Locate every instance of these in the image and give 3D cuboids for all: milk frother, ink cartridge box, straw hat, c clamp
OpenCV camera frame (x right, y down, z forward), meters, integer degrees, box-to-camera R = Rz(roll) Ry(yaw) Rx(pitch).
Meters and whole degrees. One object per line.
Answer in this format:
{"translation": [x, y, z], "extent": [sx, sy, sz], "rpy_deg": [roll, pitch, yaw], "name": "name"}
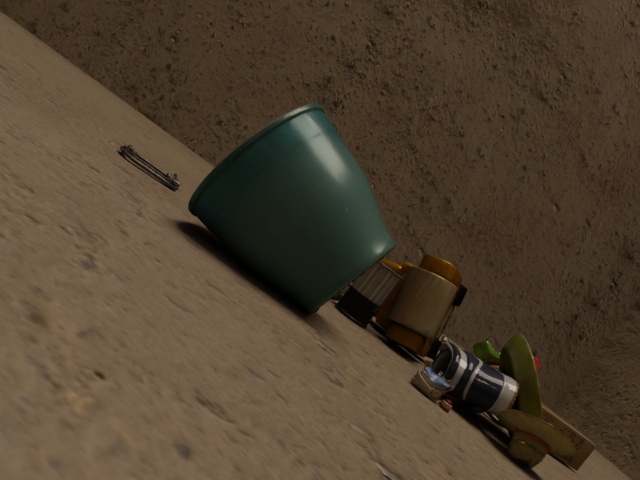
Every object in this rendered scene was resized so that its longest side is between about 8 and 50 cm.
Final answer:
{"translation": [0.079, 0.091, 1.419], "extent": [0.143, 0.134, 0.129], "rpy_deg": [36, 1, -1], "name": "milk frother"}
{"translation": [0.549, 0.457, 1.675], "extent": [0.235, 0.088, 0.193], "rpy_deg": [35, 1, -17], "name": "ink cartridge box"}
{"translation": [0.353, 0.352, 1.115], "extent": [0.144, 0.061, 0.144], "rpy_deg": [30, -25, 15], "name": "straw hat"}
{"translation": [-0.349, -0.149, 1.351], "extent": [0.161, 0.022, 0.137], "rpy_deg": [37, 7, -35], "name": "c clamp"}

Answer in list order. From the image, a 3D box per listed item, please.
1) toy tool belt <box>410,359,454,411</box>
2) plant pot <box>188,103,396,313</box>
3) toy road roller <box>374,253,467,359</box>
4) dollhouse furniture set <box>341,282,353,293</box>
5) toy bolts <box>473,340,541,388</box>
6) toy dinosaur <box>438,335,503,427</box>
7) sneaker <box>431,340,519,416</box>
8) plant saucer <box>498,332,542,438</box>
{"translation": [0.199, 0.245, 1.113], "extent": [0.083, 0.051, 0.052], "rpy_deg": [38, 3, 25], "name": "toy tool belt"}
{"translation": [-0.025, -0.032, 1.055], "extent": [0.255, 0.272, 0.271], "rpy_deg": [51, 3, 4], "name": "plant pot"}
{"translation": [0.191, 0.138, 1.548], "extent": [0.241, 0.202, 0.329], "rpy_deg": [24, -7, 19], "name": "toy road roller"}
{"translation": [0.110, 0.099, 1.813], "extent": [0.184, 0.129, 0.129], "rpy_deg": [36, 2, -45], "name": "dollhouse furniture set"}
{"translation": [0.519, 0.418, 1.903], "extent": [0.229, 0.158, 0.218], "rpy_deg": [17, -33, -15], "name": "toy bolts"}
{"translation": [0.353, 0.339, 1.490], "extent": [0.268, 0.064, 0.118], "rpy_deg": [49, 1, 22], "name": "toy dinosaur"}
{"translation": [0.280, 0.269, 1.294], "extent": [0.153, 0.099, 0.282], "rpy_deg": [26, -8, 5], "name": "sneaker"}
{"translation": [0.390, 0.306, 1.300], "extent": [0.037, 0.240, 0.241], "rpy_deg": [-4, -1, 5], "name": "plant saucer"}
